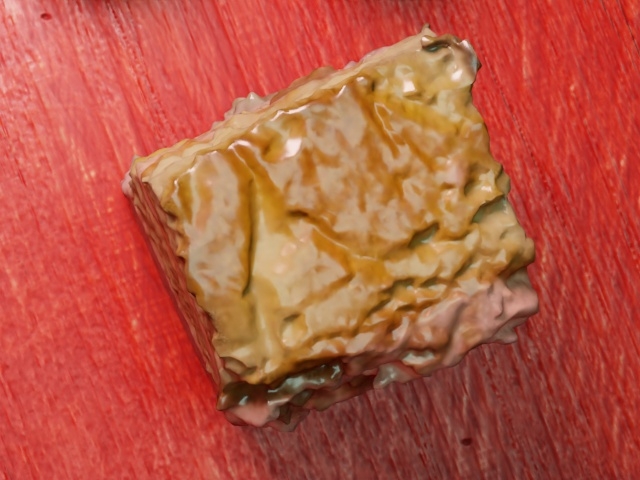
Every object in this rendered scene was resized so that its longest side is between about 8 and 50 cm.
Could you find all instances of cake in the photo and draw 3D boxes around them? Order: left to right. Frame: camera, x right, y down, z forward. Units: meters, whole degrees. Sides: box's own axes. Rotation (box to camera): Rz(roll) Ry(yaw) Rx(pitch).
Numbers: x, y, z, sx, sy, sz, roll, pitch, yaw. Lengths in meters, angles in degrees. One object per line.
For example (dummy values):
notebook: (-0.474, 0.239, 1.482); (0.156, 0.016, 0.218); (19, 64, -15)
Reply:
cake: (0.000, 0.000, 1.655); (0.314, 0.307, 0.293); (-22, 95, -14)
